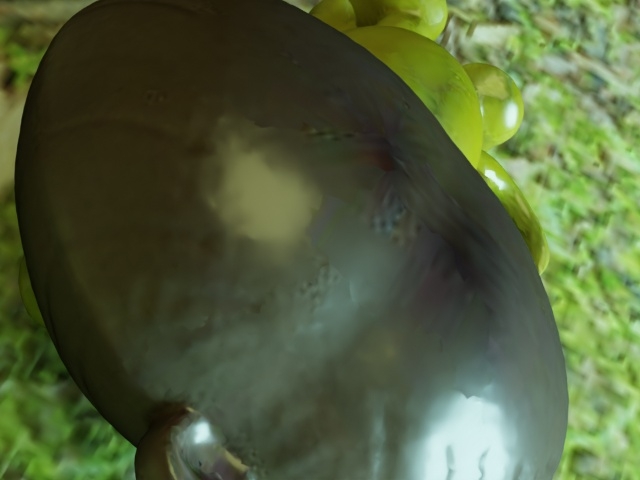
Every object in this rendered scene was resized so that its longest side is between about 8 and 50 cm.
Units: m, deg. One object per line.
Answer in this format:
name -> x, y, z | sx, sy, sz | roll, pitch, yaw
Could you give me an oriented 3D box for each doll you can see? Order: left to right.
doll -> 0.005, 0.007, 0.405 | 0.188, 0.096, 0.145 | -16, 79, -61
